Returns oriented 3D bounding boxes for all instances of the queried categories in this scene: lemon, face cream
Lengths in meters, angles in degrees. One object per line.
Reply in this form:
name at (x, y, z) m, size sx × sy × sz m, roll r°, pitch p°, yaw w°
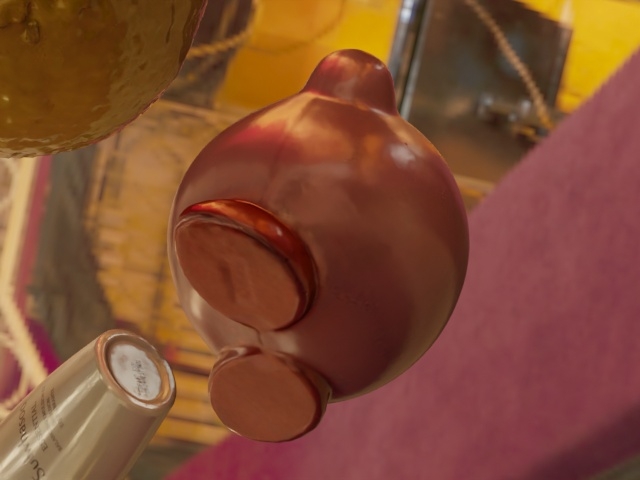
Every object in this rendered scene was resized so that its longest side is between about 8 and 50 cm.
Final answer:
lemon at (-0.228, -0.211, 1.261) m, size 0.336 × 0.336 × 0.336 m, roll -168°, pitch 90°, yaw -79°
face cream at (-0.132, 0.112, 0.787) m, size 0.182 × 0.051 × 0.072 m, roll -47°, pitch 48°, yaw 32°

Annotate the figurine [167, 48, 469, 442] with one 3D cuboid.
figurine at (0.000, 0.000, 0.928) m, size 0.173 × 0.173 × 0.173 m, roll -168°, pitch 90°, yaw -79°
